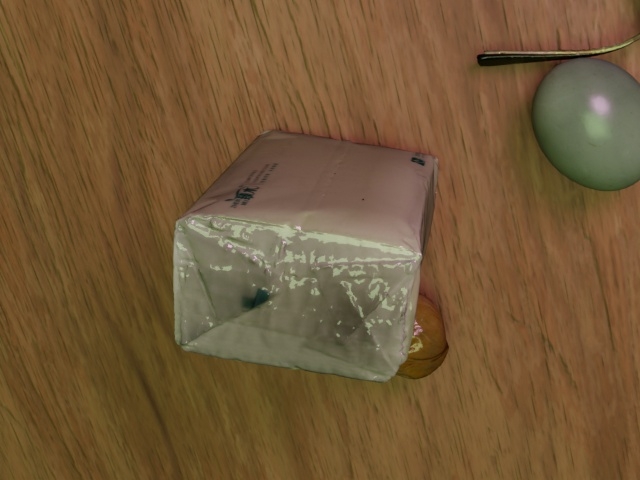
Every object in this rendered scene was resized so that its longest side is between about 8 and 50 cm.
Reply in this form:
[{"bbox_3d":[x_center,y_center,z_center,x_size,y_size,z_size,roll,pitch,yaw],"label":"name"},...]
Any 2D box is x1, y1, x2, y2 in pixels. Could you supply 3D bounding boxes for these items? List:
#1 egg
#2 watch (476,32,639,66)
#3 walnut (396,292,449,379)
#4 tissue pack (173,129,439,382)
[{"bbox_3d":[0.370,-0.155,0.997,0.149,0.149,0.192,-37,99,20],"label":"egg"},{"bbox_3d":[0.339,-0.326,0.985,0.268,0.102,0.165,-3,101,21],"label":"watch"},{"bbox_3d":[0.109,0.142,1.157,0.180,0.144,0.144,0,109,16],"label":"walnut"},{"bbox_3d":[0.000,0.000,1.000,0.297,0.380,0.207,8,114,7],"label":"tissue pack"}]
